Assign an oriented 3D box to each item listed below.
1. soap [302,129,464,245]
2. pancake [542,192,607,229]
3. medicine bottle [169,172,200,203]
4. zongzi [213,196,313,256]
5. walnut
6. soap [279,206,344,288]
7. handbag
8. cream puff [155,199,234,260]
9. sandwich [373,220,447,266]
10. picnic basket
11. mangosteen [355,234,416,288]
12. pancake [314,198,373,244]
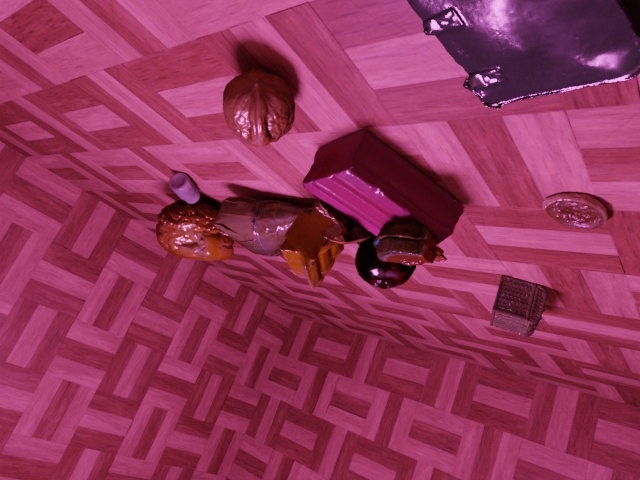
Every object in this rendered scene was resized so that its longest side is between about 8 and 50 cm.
[{"bbox_3d":[0.159,-0.111,1.276,0.360,0.128,0.233,32,162,-26],"label":"soap"},{"bbox_3d":[0.558,-0.063,1.099,0.140,0.022,0.139,21,163,7],"label":"pancake"},{"bbox_3d":[-0.525,-0.200,1.942,0.080,0.080,0.130,17,162,17],"label":"medicine bottle"},{"bbox_3d":[-0.132,-0.038,1.836,0.393,0.174,0.356,0,161,24],"label":"zongzi"},{"bbox_3d":[-0.131,-0.288,1.075,0.156,0.155,0.184,20,160,7],"label":"walnut"},{"bbox_3d":[0.000,0.000,1.614,0.143,0.259,0.281,31,164,16],"label":"soap"},{"bbox_3d":[0.271,-0.296,0.668,0.248,0.079,0.260,35,161,-31],"label":"handbag"},{"bbox_3d":[-0.508,-0.051,2.077,0.343,0.230,0.327,19,-172,37],"label":"cream puff"},{"bbox_3d":[0.208,0.022,1.259,0.159,0.079,0.235,32,164,-30],"label":"sandwich"},{"bbox_3d":[0.656,0.223,1.651,0.154,0.134,0.196,14,160,22],"label":"picnic basket"},{"bbox_3d":[0.208,0.055,1.598,0.210,0.209,0.210,21,163,7],"label":"mangosteen"},{"bbox_3d":[0.074,-0.060,1.402,0.258,0.212,0.056,25,132,-33],"label":"pancake"}]
